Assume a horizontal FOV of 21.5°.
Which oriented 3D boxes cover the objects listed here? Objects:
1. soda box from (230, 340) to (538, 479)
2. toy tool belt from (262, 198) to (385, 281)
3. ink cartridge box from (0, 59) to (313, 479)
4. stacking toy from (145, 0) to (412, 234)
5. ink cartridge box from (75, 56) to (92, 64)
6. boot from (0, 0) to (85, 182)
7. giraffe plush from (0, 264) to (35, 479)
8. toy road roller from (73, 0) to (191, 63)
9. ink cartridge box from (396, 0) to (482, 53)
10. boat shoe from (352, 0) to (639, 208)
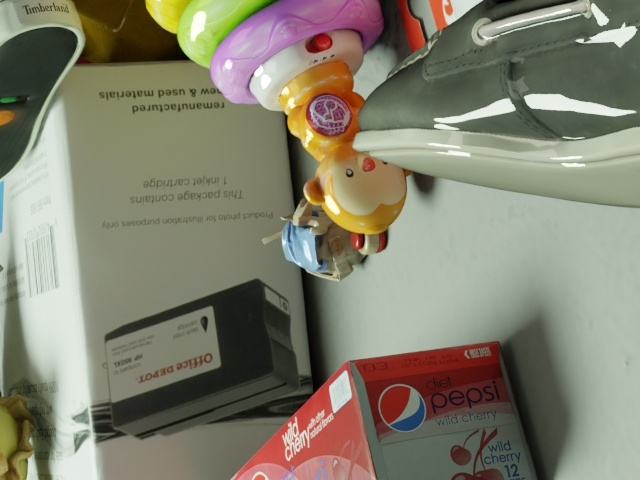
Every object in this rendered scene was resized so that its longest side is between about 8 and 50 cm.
[{"bbox_3d":[0.022,0.141,0.945,0.263,0.092,0.084,130,130,-60],"label":"soda box"},{"bbox_3d":[0.000,0.000,1.022,0.083,0.051,0.052,-175,80,-67],"label":"toy tool belt"},{"bbox_3d":[-0.127,0.092,1.203,0.285,0.166,0.395,164,101,-68],"label":"ink cartridge box"},{"bbox_3d":[-0.029,-0.137,0.968,0.302,0.175,0.166,65,156,16],"label":"stacking toy"},{"bbox_3d":[-0.331,-0.136,1.466,0.272,0.309,0.130,144,118,-64],"label":"ink cartridge box"},{"bbox_3d":[-0.242,-0.139,1.083,0.244,0.088,0.176,-45,60,43],"label":"boot"},{"bbox_3d":[-0.264,0.138,1.163,0.210,0.181,0.170,-50,49,13],"label":"giraffe plush"},{"bbox_3d":[-0.167,-0.251,1.225,0.330,0.240,0.202,-62,1,-11],"label":"toy road roller"},{"bbox_3d":[0.059,-0.170,0.836,0.232,0.066,0.189,131,130,-56],"label":"ink cartridge box"},{"bbox_3d":[0.125,-0.067,0.647,0.335,0.112,0.096,5,82,62],"label":"boat shoe"}]
